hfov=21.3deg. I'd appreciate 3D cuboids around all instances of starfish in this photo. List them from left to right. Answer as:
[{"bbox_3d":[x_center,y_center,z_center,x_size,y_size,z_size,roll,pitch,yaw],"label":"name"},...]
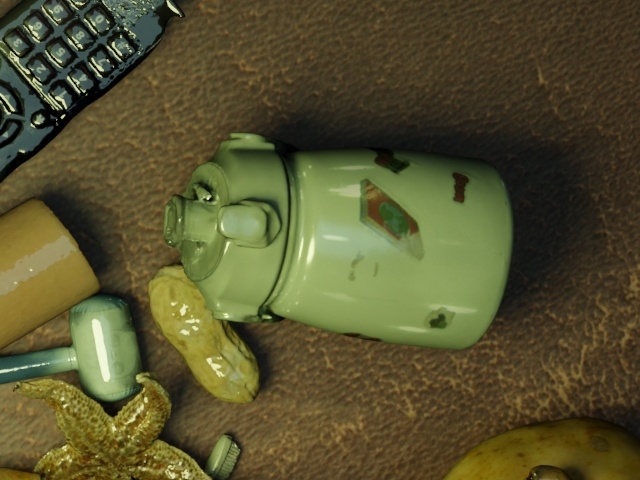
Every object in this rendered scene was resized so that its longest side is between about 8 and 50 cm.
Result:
[{"bbox_3d":[-0.221,0.231,1.780,0.277,0.062,0.236,32,113,-24],"label":"starfish"}]

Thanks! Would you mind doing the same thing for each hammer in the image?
[{"bbox_3d":[-0.288,0.125,1.790,0.194,0.069,0.116,-10,94,-8],"label":"hammer"}]

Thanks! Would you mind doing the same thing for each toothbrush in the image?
[{"bbox_3d":[-0.161,0.344,1.838,0.028,0.026,0.294,31,83,-26],"label":"toothbrush"}]

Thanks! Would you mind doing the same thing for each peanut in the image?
[{"bbox_3d":[-0.122,0.102,1.816,0.080,0.080,0.174,-35,97,-10],"label":"peanut"}]

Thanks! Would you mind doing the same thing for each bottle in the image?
[{"bbox_3d":[0.000,0.000,1.769,0.352,0.229,0.229,5,89,-19],"label":"bottle"}]

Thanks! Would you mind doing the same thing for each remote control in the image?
[{"bbox_3d":[-0.331,-0.154,1.776,0.399,0.062,0.144,-41,98,-8],"label":"remote control"}]

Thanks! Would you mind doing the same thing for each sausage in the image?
[{"bbox_3d":[-0.362,0.065,1.741,0.253,0.123,0.123,-33,97,-10],"label":"sausage"}]

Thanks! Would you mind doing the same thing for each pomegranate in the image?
[{"bbox_3d":[0.263,0.338,1.773,0.343,0.342,0.342,0,91,-13],"label":"pomegranate"}]

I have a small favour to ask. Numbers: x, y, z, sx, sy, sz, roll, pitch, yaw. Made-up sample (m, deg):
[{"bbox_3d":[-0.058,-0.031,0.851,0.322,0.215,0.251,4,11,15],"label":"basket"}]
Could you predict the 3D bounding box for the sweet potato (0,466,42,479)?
[{"bbox_3d":[-0.391,0.280,1.756,0.218,0.051,0.065,-14,70,4],"label":"sweet potato"}]
